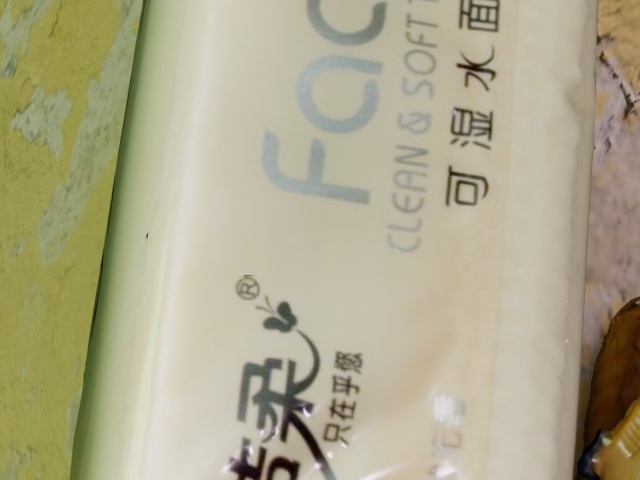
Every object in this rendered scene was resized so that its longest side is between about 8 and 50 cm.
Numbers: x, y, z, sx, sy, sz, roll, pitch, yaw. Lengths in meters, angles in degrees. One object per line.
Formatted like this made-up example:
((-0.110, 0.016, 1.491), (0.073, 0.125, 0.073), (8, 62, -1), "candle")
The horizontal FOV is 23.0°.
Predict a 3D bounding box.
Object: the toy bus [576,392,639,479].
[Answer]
((0.226, 0.116, 0.512), (0.167, 0.138, 0.275), (-57, 32, 16), "toy bus")

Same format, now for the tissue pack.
((0.000, 0.000, 0.757), (0.332, 0.205, 0.405), (118, 159, -67), "tissue pack")

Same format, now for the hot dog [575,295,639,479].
((0.131, 0.161, 0.694), (0.083, 0.068, 0.289), (-12, 64, 61), "hot dog")
